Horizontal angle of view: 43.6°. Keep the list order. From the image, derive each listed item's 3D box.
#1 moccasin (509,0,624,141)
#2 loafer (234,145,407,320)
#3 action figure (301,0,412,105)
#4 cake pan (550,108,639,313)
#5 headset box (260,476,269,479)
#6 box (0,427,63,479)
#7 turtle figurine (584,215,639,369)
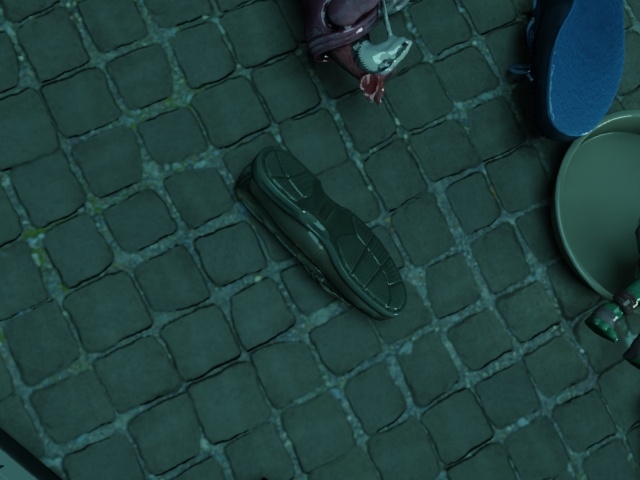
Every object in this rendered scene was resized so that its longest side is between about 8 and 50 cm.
[{"bbox_3d":[0.351,-0.286,1.122,0.137,0.117,0.342,24,71,-21],"label":"moccasin"},{"bbox_3d":[0.000,0.000,1.017,0.267,0.084,0.096,49,43,-6],"label":"loafer"},{"bbox_3d":[0.010,-0.341,0.976,0.275,0.248,0.370,-8,80,-14],"label":"action figure"},{"bbox_3d":[0.453,-0.038,1.133,0.293,0.054,0.293,2,80,-13],"label":"cake pan"},{"bbox_3d":[-0.048,0.317,0.950,0.083,0.062,0.032,43,73,-5],"label":"headset box"},{"bbox_3d":[-0.433,0.253,0.847,0.261,0.103,0.184,42,77,-4],"label":"box"},{"bbox_3d":[0.457,0.051,1.033,0.175,0.118,0.234,39,90,10],"label":"turtle figurine"}]
